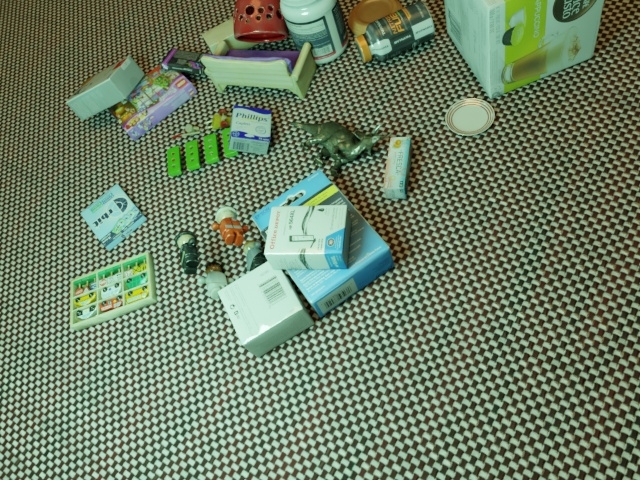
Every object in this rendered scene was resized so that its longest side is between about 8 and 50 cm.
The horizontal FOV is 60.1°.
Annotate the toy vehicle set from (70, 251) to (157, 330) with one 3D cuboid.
[{"bbox_3d":[-0.628,0.152,1.674,0.267,0.035,0.165,-20,57,5],"label":"toy vehicle set"}]

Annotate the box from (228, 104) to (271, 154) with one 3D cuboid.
[{"bbox_3d":[-0.227,-0.358,1.789,0.126,0.072,0.137,6,59,-12],"label":"box"}]

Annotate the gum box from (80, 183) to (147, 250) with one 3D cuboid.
[{"bbox_3d":[-0.680,-0.079,1.817,0.157,0.041,0.184,-42,57,-9],"label":"gum box"}]

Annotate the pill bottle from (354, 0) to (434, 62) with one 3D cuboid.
[{"bbox_3d":[0.238,-0.674,1.818,0.246,0.130,0.130,-24,57,3],"label":"pill bottle"}]

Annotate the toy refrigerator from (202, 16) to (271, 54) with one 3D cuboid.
[{"bbox_3d":[-0.291,-0.770,2.059,0.270,0.094,0.102,-30,54,-3],"label":"toy refrigerator"}]

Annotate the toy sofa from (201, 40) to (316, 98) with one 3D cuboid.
[{"bbox_3d":[-0.212,-0.607,1.891,0.363,0.177,0.150,10,65,23],"label":"toy sofa"}]

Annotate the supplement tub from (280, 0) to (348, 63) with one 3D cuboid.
[{"bbox_3d":[-0.023,-0.751,1.856,0.191,0.272,0.191,-7,59,13],"label":"supplement tub"}]

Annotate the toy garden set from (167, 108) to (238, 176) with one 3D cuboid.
[{"bbox_3d":[-0.396,-0.327,1.868,0.245,0.049,0.203,-17,60,9],"label":"toy garden set"}]

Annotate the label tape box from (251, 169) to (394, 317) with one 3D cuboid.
[{"bbox_3d":[0.000,0.000,1.524,0.249,0.115,0.347,-35,55,-5],"label":"label tape box"}]

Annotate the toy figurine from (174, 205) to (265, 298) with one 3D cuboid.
[{"bbox_3d":[-0.273,0.034,1.533,0.213,0.209,0.148,-33,41,4],"label":"toy figurine"}]

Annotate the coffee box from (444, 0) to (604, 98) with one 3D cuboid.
[{"bbox_3d":[0.575,-0.695,1.602,0.335,0.337,0.338,-21,57,5],"label":"coffee box"}]

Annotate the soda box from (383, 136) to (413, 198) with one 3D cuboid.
[{"bbox_3d":[0.226,-0.211,1.603,0.063,0.058,0.183,2,63,18],"label":"soda box"}]

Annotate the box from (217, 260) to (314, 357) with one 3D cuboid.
[{"bbox_3d":[-0.144,0.178,1.461,0.182,0.119,0.181,-32,57,-1],"label":"box"}]

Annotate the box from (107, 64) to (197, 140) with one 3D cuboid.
[{"bbox_3d":[-0.625,-0.521,2.039,0.293,0.057,0.201,-40,58,-7],"label":"box"}]

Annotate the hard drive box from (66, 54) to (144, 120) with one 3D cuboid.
[{"bbox_3d":[-0.786,-0.558,2.031,0.232,0.089,0.181,-17,38,25],"label":"hard drive box"}]

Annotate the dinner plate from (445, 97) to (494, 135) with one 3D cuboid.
[{"bbox_3d":[0.444,-0.365,1.647,0.141,0.017,0.141,-8,60,14],"label":"dinner plate"}]

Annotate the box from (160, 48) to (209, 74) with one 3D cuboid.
[{"bbox_3d":[-0.496,-0.664,2.055,0.162,0.029,0.116,9,46,5],"label":"box"}]

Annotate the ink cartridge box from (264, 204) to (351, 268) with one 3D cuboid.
[{"bbox_3d":[-0.030,-0.008,1.416,0.203,0.086,0.148,-1,60,13],"label":"ink cartridge box"}]

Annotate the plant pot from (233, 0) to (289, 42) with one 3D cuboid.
[{"bbox_3d":[-0.207,-0.783,1.902,0.191,0.191,0.174,1,103,18],"label":"plant pot"}]

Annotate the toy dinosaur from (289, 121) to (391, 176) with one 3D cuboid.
[{"bbox_3d":[0.047,-0.300,1.694,0.314,0.121,0.160,25,59,32],"label":"toy dinosaur"}]

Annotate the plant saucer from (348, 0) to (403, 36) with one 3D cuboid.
[{"bbox_3d":[0.193,-0.799,1.957,0.200,0.037,0.199,-8,60,14],"label":"plant saucer"}]
